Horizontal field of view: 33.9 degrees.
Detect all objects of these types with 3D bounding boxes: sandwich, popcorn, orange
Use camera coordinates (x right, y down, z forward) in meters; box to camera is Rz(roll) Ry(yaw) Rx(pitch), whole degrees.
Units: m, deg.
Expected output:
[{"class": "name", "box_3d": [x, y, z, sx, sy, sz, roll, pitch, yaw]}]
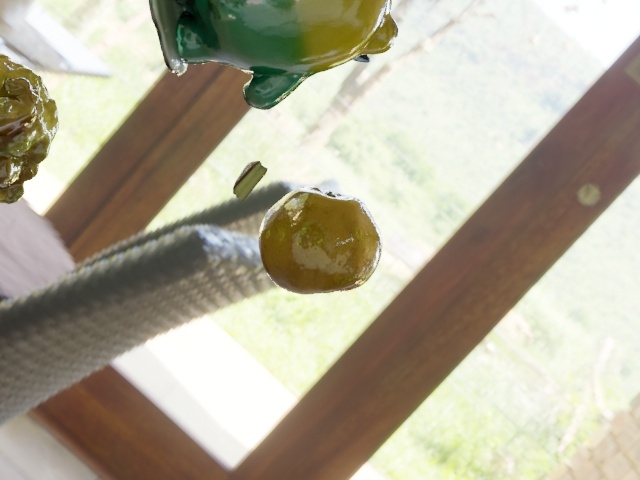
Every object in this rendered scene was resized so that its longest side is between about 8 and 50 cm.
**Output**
[{"class": "sandwich", "box_3d": [-0.115, -0.108, 1.742, 0.031, 0.083, 0.044, 34, 31, -19]}, {"class": "popcorn", "box_3d": [-0.377, -0.120, 1.172, 0.155, 0.197, 0.197, 28, 5, 10]}, {"class": "orange", "box_3d": [0.000, 0.000, 2.287, 0.279, 0.235, 0.279, 0, 8, 0]}]

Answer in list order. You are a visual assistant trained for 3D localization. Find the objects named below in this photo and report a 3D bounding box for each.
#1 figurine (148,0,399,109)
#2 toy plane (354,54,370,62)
[{"class": "figurine", "box_3d": [-0.060, -0.352, 1.498, 0.231, 0.340, 0.323, -67, 150, -75]}, {"class": "toy plane", "box_3d": [-0.011, -0.413, 2.047, 0.246, 0.078, 0.169, 20, 16, -2]}]
